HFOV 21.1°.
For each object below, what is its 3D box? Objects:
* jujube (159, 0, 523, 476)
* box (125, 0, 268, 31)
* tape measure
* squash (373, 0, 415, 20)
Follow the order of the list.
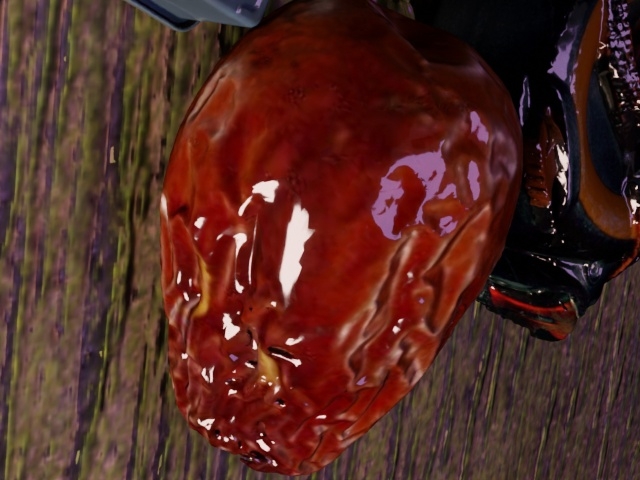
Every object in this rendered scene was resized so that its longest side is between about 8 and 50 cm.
[{"bbox_3d":[0.000,0.000,0.830,0.168,0.168,0.236,-6,124,-50],"label":"jujube"},{"bbox_3d":[-0.059,-0.138,0.771,0.099,0.054,0.074,25,83,-52],"label":"box"},{"bbox_3d":[0.143,-0.079,0.976,0.202,0.135,0.223,-52,138,-29],"label":"tape measure"},{"bbox_3d":[0.029,-0.062,0.916,0.052,0.052,0.183,-23,123,-45],"label":"squash"}]
